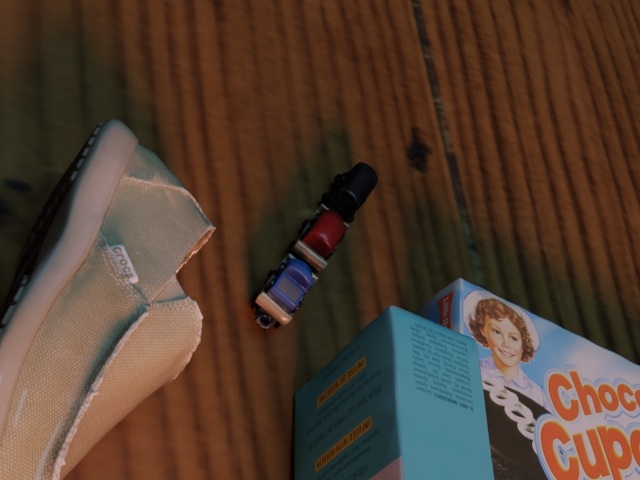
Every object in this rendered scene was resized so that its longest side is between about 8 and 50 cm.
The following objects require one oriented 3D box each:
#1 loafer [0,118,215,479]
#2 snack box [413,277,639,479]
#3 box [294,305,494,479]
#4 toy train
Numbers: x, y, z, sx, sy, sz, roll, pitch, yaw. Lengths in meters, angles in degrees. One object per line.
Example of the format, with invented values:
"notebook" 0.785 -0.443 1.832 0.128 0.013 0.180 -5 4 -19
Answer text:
"loafer" -0.107 0.050 0.570 0.092 0.102 0.269 27 46 -14
"snack box" 0.195 0.168 0.766 0.322 0.060 0.187 25 47 -24
"box" 0.035 0.160 0.595 0.060 0.100 0.244 23 42 -24
"toy train" 0.000 0.000 0.743 0.027 0.036 0.158 42 43 -8
